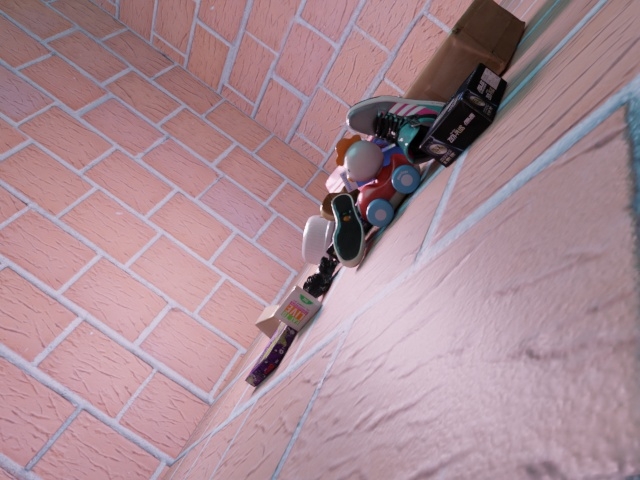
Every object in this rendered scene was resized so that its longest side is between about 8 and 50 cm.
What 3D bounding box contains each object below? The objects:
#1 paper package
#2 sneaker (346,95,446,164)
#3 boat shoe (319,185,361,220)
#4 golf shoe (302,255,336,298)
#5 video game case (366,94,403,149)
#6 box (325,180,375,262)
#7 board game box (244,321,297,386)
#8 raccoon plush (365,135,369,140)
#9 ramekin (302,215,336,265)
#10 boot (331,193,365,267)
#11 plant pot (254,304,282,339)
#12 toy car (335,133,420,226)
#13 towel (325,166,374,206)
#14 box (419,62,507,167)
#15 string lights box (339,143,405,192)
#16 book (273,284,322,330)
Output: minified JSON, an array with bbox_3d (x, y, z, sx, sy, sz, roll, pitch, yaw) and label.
[{"bbox_3d":[0.387,-0.480,1.264,0.309,0.168,0.325,-54,2,-37],"label":"paper package"},{"bbox_3d":[0.204,-0.276,1.135,0.178,0.295,0.124,-75,-16,-47],"label":"sneaker"},{"bbox_3d":[0.071,-0.120,1.592,0.089,0.104,0.285,-58,-11,31],"label":"boat shoe"},{"bbox_3d":[-0.005,0.143,1.447,0.198,0.077,0.094,-51,-15,-46],"label":"golf shoe"},{"bbox_3d":[0.277,-0.360,1.529,0.285,0.203,0.025,-51,38,48],"label":"video game case"},{"bbox_3d":[0.148,-0.092,1.559,0.296,0.073,0.293,-53,1,19],"label":"box"},{"bbox_3d":[-0.119,0.309,1.488,0.208,0.056,0.347,-45,8,46],"label":"board game box"},{"bbox_3d":[0.322,-0.401,2.058,0.446,0.216,0.299,-10,-51,-55],"label":"raccoon plush"},{"bbox_3d":[0.000,0.000,1.700,0.207,0.108,0.207,8,-90,-82],"label":"ramekin"},{"bbox_3d":[0.096,0.007,1.280,0.176,0.088,0.244,65,-164,-47],"label":"boot"},{"bbox_3d":[-0.183,0.327,1.823,0.096,0.109,0.109,-36,14,40],"label":"plant pot"},{"bbox_3d":[0.130,-0.183,1.233,0.210,0.238,0.219,-54,2,14],"label":"toy car"},{"bbox_3d":[0.133,-0.235,1.883,0.237,0.037,0.329,-54,36,25],"label":"towel"},{"bbox_3d":[0.308,-0.271,0.956,0.180,0.077,0.147,-56,3,-38],"label":"box"},{"bbox_3d":[0.203,-0.263,1.507,0.259,0.077,0.133,-24,12,24],"label":"string lights box"},{"bbox_3d":[-0.068,0.206,1.339,0.144,0.096,0.035,-53,2,39],"label":"book"}]
